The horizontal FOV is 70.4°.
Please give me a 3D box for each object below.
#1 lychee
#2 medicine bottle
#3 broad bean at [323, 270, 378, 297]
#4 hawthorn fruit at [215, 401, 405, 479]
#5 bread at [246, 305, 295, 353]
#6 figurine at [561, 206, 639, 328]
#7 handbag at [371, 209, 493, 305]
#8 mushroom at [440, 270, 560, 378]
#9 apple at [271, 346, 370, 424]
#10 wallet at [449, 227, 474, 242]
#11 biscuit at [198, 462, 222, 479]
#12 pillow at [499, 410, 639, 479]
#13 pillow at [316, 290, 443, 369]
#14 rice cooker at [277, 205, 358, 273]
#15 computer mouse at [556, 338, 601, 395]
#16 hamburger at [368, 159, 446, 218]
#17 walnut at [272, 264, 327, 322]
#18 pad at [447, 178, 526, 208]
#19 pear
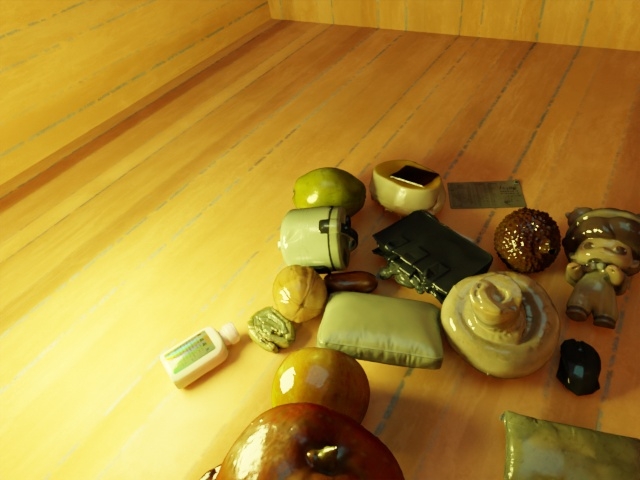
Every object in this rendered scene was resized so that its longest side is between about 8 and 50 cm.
[{"bbox_3d":[0.625,0.002,1.362,0.200,0.200,0.238,-18,16,-8],"label":"lychee"},{"bbox_3d":[-0.336,0.317,1.297,0.219,0.078,0.115,-31,45,-21],"label":"medicine bottle"},{"bbox_3d":[0.095,0.135,1.403,0.165,0.084,0.114,-12,30,-8],"label":"broad bean"},{"bbox_3d":[-0.011,0.491,0.827,0.403,0.402,0.402,-5,44,5],"label":"hawthorn fruit"},{"bbox_3d":[-0.142,0.262,1.329,0.156,0.064,0.117,27,56,34],"label":"bread"},{"bbox_3d":[0.800,0.064,1.282,0.248,0.203,0.380,8,58,38],"label":"figurine"},{"bbox_3d":[0.331,0.061,1.414,0.269,0.118,0.326,-26,45,-25],"label":"handbag"},{"bbox_3d":[0.456,0.182,1.132,0.293,0.290,0.292,-6,56,8],"label":"mushroom"},{"bbox_3d":[-0.004,0.373,1.089,0.237,0.237,0.207,3,61,13],"label":"apple"},{"bbox_3d":[0.449,-0.006,1.526,0.061,0.025,0.122,-42,52,-21],"label":"wallet"},{"bbox_3d":[-0.204,0.599,1.012,0.212,0.036,0.212,-4,45,4],"label":"biscuit"},{"bbox_3d":[0.540,0.482,0.969,0.302,0.075,0.185,8,49,15],"label":"pillow"},{"bbox_3d":[0.164,0.233,1.230,0.322,0.119,0.255,8,27,8],"label":"pillow"},{"bbox_3d":[0.000,0.000,1.465,0.244,0.226,0.226,-6,44,12],"label":"rice cooker"},{"bbox_3d":[0.651,0.309,1.139,0.099,0.057,0.172,9,43,21],"label":"computer mouse"},{"bbox_3d":[0.312,-0.184,1.650,0.227,0.151,0.295,-25,38,-23],"label":"hamburger"},{"bbox_3d":[-0.061,0.153,1.339,0.165,0.165,0.197,-13,9,-3],"label":"walnut"},{"bbox_3d":[0.611,-0.173,1.680,0.265,0.009,0.159,-1,45,10],"label":"pad"},{"bbox_3d":[0.031,-0.162,1.634,0.269,0.212,0.212,6,46,9],"label":"pear"}]
